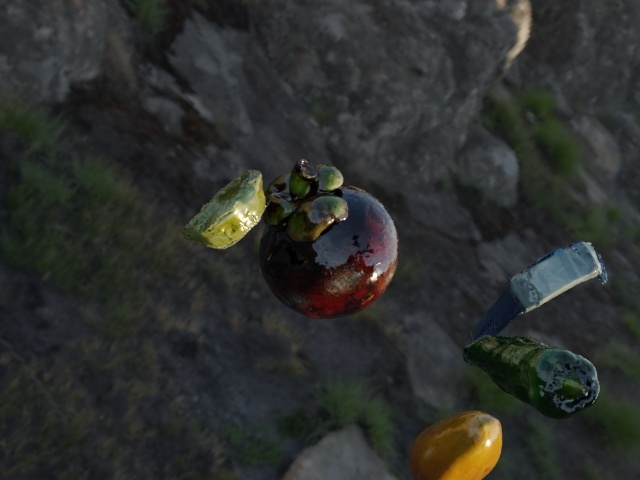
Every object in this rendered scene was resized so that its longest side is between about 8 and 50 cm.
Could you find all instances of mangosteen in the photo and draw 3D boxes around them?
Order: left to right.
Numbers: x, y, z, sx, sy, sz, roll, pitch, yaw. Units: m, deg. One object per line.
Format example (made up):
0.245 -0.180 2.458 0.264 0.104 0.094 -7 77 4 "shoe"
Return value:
0.012 0.007 2.074 0.311 0.311 0.311 35 24 -19 "mangosteen"

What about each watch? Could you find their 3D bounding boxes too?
0.347 0.095 1.733 0.068 0.276 0.274 60 11 14 "watch"

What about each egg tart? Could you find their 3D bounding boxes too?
-0.171 -0.052 1.946 0.078 0.197 0.197 50 20 -17 "egg tart"

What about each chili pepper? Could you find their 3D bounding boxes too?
0.320 0.193 1.521 0.136 0.099 0.270 27 1 -13 "chili pepper"

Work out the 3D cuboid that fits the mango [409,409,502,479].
0.247 0.380 1.881 0.154 0.252 0.126 -5 63 -21 "mango"
